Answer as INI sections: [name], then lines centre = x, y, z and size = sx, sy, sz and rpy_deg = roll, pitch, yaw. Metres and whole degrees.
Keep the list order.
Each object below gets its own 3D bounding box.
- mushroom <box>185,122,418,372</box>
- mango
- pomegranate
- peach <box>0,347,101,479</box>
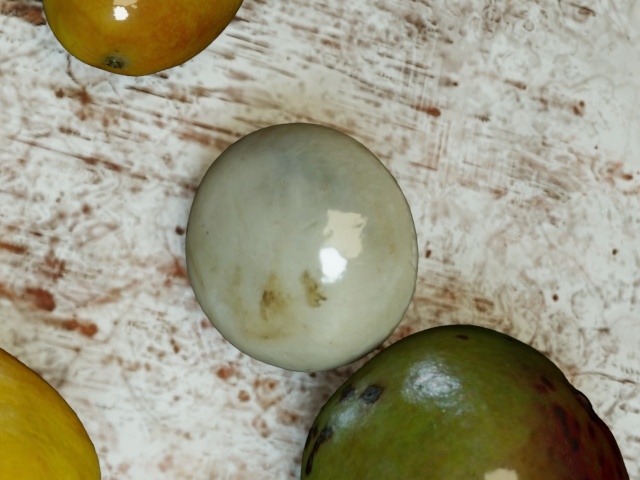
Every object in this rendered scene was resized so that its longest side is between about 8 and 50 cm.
[mushroom]
centre = 0.000, 0.000, 1.281
size = 0.215, 0.207, 0.207
rpy_deg = -23, 91, -57
[mango]
centre = -0.133, -0.227, 1.282
size = 0.221, 0.120, 0.151
rpy_deg = -42, 98, -30
[pomegranate]
centre = 0.092, 0.216, 1.252
size = 0.290, 0.323, 0.291
rpy_deg = 34, 39, -33
[peach]
centre = -0.314, 0.198, 1.058
size = 0.308, 0.289, 0.289
rpy_deg = 22, 74, -25
